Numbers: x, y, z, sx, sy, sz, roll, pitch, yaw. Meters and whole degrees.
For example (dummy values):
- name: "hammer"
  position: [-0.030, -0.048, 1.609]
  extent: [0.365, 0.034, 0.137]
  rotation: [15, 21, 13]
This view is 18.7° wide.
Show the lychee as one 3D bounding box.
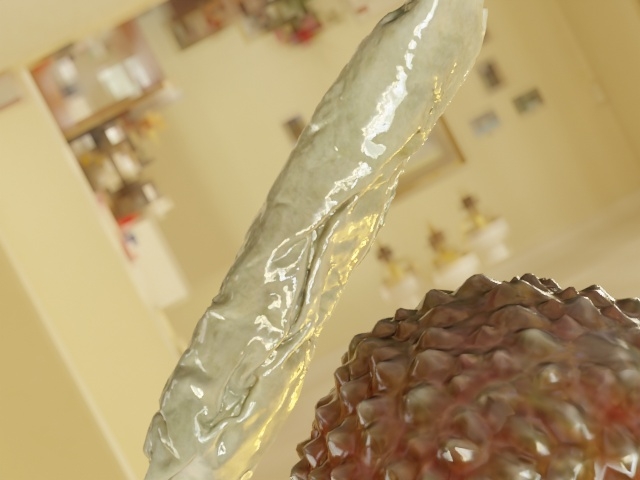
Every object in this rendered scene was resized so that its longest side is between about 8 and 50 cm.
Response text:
- name: "lychee"
  position: [0.074, 0.097, 0.589]
  extent: [0.165, 0.165, 0.197]
  rotation: [-31, -144, -29]

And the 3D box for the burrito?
- name: "burrito"
  position: [0.000, 0.000, 1.275]
  extent: [0.392, 0.076, 0.117]
  rotation: [-62, 155, 2]
